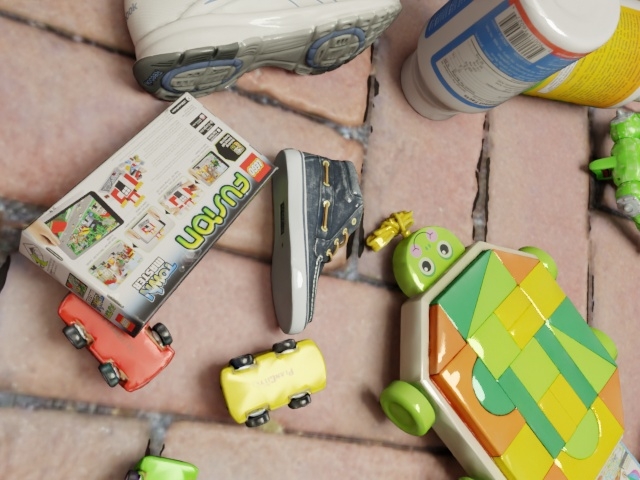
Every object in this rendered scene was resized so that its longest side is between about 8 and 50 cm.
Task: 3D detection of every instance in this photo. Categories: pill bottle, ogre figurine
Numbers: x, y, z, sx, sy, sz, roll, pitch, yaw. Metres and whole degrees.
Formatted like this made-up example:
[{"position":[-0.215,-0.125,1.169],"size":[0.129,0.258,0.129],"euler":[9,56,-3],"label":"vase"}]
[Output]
[{"position":[0.331,-0.238,0.758],"size":[0.245,0.136,0.136],"euler":[3,79,-24],"label":"pill bottle"},{"position":[0.178,-0.207,0.635],"size":[0.124,0.221,0.124],"euler":[5,79,-24],"label":"pill bottle"},{"position":[0.418,-0.087,0.799],"size":[0.118,0.097,0.197],"euler":[17,88,-39],"label":"ogre figurine"}]

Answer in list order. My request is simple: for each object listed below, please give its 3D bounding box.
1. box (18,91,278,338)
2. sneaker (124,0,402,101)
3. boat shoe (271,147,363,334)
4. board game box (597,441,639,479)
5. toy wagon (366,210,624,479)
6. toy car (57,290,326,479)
[{"position":[-0.136,-0.031,0.525],"size":[0.114,0.036,0.207],"euler":[40,52,-6],"label":"box"},{"position":[-0.049,-0.232,0.604],"size":[0.297,0.111,0.129],"euler":[-16,81,-27],"label":"sneaker"},{"position":[0.000,0.000,0.599],"size":[0.083,0.065,0.183],"euler":[4,77,-22],"label":"boat shoe"},{"position":[0.304,0.291,0.704],"size":[0.154,0.026,0.103],"euler":[-43,99,-25],"label":"board game box"},{"position":[0.178,0.111,0.644],"size":[0.267,0.068,0.344],"euler":[-38,93,-31],"label":"toy wagon"},{"position":[-0.126,0.165,0.517],"size":[0.239,0.053,0.225],"euler":[20,73,-19],"label":"toy car"}]
